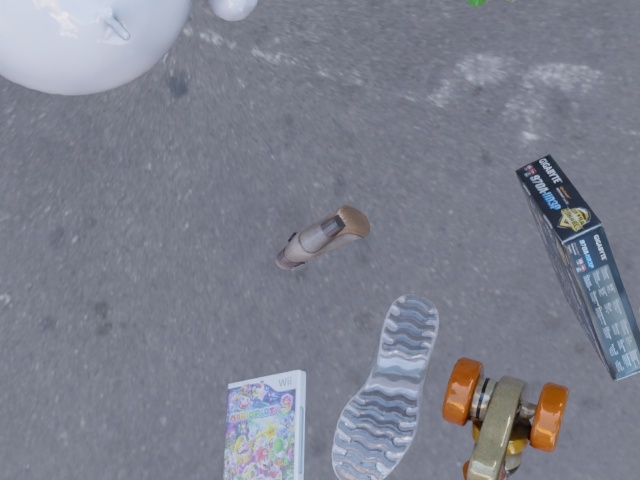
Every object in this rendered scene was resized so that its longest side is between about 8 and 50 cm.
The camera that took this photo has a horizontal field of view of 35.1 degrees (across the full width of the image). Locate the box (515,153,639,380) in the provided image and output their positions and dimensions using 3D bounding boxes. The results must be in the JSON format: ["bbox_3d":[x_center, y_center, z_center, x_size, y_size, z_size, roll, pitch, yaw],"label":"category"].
[{"bbox_3d":[0.307,0.030,1.189,0.051,0.175,0.220,-24,120,7],"label":"box"}]

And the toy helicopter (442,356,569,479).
[{"bbox_3d":[0.192,0.336,1.242,0.140,0.235,0.355,15,60,16],"label":"toy helicopter"}]

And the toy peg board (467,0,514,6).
[{"bbox_3d":[0.201,-0.425,1.449,0.079,0.161,0.161,-38,141,-30],"label":"toy peg board"}]

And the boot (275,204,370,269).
[{"bbox_3d":[0.000,0.000,1.136,0.087,0.118,0.042,-35,77,21],"label":"boot"}]

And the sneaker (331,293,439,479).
[{"bbox_3d":[0.104,0.222,1.440,0.105,0.115,0.281,23,78,12],"label":"sneaker"}]

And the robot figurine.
[{"bbox_3d":[-0.198,-0.244,0.836,0.300,0.353,0.199,8,118,-8],"label":"robot figurine"}]

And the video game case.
[{"bbox_3d":[-0.050,0.179,0.882,0.011,0.087,0.122,27,56,-45],"label":"video game case"}]
